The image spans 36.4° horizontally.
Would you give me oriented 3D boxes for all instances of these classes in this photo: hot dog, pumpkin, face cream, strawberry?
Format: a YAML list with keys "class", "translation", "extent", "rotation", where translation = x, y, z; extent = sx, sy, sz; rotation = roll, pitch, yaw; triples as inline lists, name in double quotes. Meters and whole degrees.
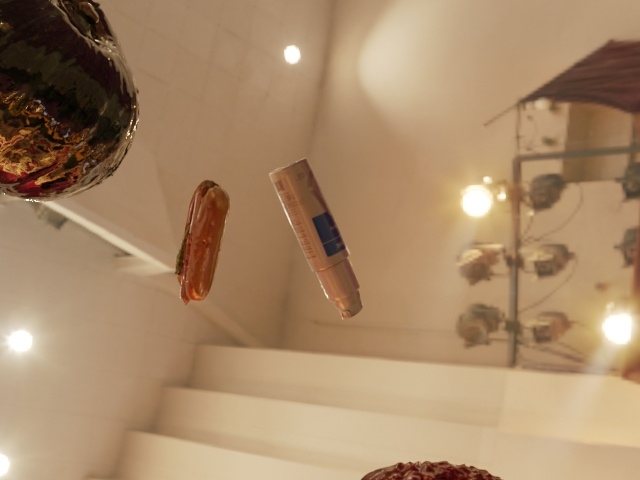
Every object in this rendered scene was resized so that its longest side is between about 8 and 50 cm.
- class: "hot dog"
  translation: [-0.213, 0.009, 1.714]
  extent: [0.062, 0.092, 0.235]
  rotation: [1, -69, -35]
- class: "pumpkin"
  translation: [-0.362, -0.169, 1.219]
  extent: [0.293, 0.263, 0.197]
  rotation: [49, -168, -47]
- class: "face cream"
  translation: [0.000, 0.000, 0.770]
  extent: [0.034, 0.034, 0.130]
  rotation: [-30, -80, -45]
- class: "strawberry"
  translation: [0.098, 0.277, 1.055]
  extent: [0.208, 0.167, 0.087]
  rotation: [-14, -98, -45]
